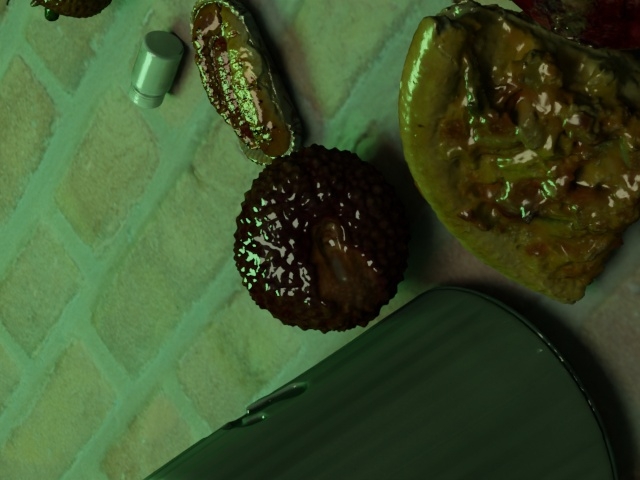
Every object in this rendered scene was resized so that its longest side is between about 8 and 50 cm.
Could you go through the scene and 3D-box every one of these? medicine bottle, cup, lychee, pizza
[{"bbox_3d":[-0.183,-0.189,1.736,0.047,0.047,0.083,47,138,19],"label":"medicine bottle"},{"bbox_3d":[0.048,0.286,1.487,0.310,0.392,0.400,35,138,38],"label":"cup"},{"bbox_3d":[0.000,0.000,1.549,0.188,0.188,0.188,24,127,38],"label":"lychee"},{"bbox_3d":[-0.274,-0.300,1.727,0.146,0.114,0.114,-45,75,31],"label":"lychee"},{"bbox_3d":[0.158,-0.060,1.305,0.258,0.087,0.268,19,139,-9],"label":"pizza"}]

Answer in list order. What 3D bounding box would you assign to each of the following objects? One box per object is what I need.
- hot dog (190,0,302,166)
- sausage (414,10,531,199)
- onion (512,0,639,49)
[{"bbox_3d":[-0.081,-0.167,1.632,0.099,0.053,0.192,-14,102,46],"label":"hot dog"},{"bbox_3d":[0.154,-0.104,1.380,0.098,0.098,0.238,50,139,16],"label":"sausage"},{"bbox_3d":[0.219,-0.267,1.101,0.276,0.276,0.276,24,127,38],"label":"onion"}]
